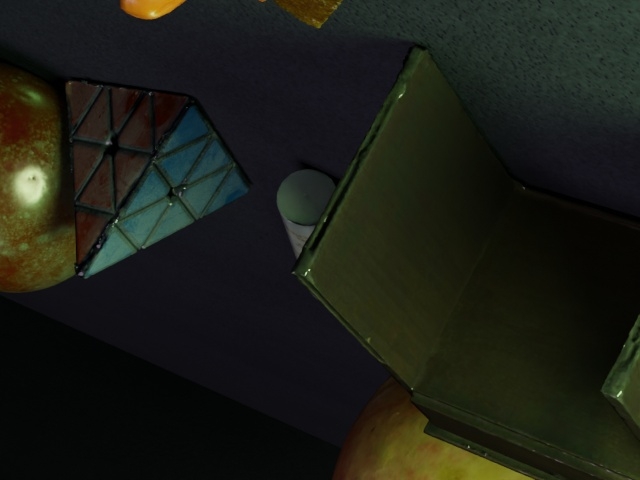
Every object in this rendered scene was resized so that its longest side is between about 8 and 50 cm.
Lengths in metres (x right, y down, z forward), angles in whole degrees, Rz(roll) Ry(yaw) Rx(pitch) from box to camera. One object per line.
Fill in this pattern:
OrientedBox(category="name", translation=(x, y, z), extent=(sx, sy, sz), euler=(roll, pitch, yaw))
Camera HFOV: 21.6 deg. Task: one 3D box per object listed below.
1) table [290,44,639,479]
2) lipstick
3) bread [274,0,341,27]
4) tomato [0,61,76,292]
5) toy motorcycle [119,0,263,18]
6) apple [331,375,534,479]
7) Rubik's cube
OrientedBox(category="table", translation=(0.167, 0.043, 1.140), extent=(0.251, 0.196, 0.282), euler=(21, 165, 33))
OrientedBox(category="lipstick", translation=(0.000, 0.000, 1.630), extent=(0.059, 0.059, 0.264), euler=(26, 166, 12))
OrientedBox(category="bread", translation=(-0.023, -0.178, 1.042), extent=(0.094, 0.035, 0.090), euler=(31, 167, -6))
OrientedBox(category="tomato", translation=(-0.343, -0.057, 1.771), extent=(0.270, 0.222, 0.270), euler=(30, 169, 7))
OrientedBox(category="toy motorcycle", translation=(-0.141, -0.218, 0.902), extent=(0.326, 0.147, 0.221), euler=(26, 177, 4))
OrientedBox(category="apple", translation=(0.194, 0.244, 1.515), extent=(0.364, 0.364, 0.364), euler=(27, 167, 7))
OrientedBox(category="Rubik's cube", translation=(-0.121, -0.074, 1.610), extent=(0.178, 0.211, 0.190), euler=(11, 156, -39))
